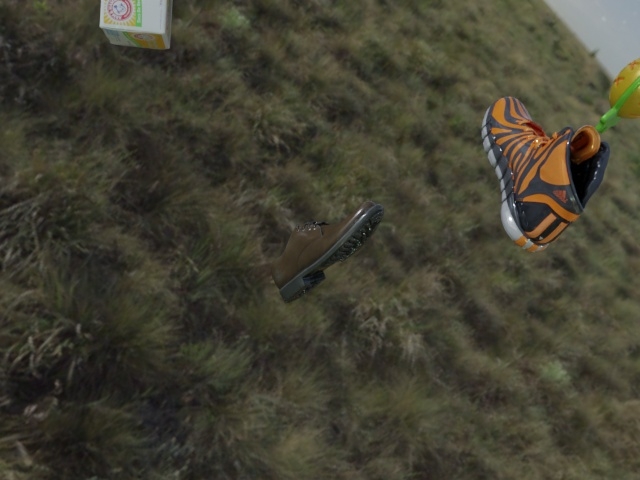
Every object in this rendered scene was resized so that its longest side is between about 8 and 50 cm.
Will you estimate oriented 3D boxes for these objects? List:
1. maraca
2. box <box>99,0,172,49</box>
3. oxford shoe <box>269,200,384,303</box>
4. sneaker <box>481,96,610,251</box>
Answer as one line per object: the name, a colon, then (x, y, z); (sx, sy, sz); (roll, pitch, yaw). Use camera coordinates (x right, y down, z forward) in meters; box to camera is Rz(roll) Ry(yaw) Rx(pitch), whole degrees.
maraca: (0.597, -0.276, 1.301); (0.127, 0.186, 0.099); (-3, 49, -54)
box: (-0.299, -0.433, 1.132); (0.103, 0.203, 0.114); (3, 3, -8)
oxford shoe: (0.000, 0.000, 1.067); (0.096, 0.227, 0.082); (58, 25, 14)
sneaker: (0.375, -0.150, 1.122); (0.124, 0.180, 0.321); (14, 52, -24)
